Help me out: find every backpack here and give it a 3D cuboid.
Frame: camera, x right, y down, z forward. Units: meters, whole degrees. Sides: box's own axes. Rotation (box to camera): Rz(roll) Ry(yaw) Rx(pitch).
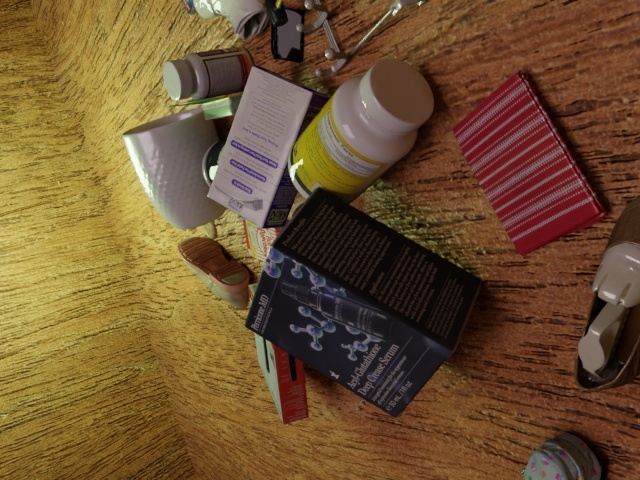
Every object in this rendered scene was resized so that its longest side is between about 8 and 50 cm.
[{"bbox_3d":[0.451,0.454,1.131,0.152,0.115,0.182,38,133,43],"label":"backpack"}]

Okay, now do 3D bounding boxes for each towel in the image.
[{"bbox_3d":[0.349,-0.124,1.037,0.275,0.031,0.199,64,149,11],"label":"towel"}]

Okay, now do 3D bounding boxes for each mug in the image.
[{"bbox_3d":[-0.433,-0.231,1.929,0.374,0.276,0.328,-113,6,-70],"label":"mug"}]

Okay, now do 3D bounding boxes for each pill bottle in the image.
[{"bbox_3d":[-0.297,-0.443,1.615,0.121,0.221,0.121,31,132,44],"label":"pill bottle"},{"bbox_3d":[0.077,-0.213,1.234,0.188,0.187,0.334,63,146,9],"label":"pill bottle"}]

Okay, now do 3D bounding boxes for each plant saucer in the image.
[{"bbox_3d":[-0.400,-0.043,2.175,0.083,0.015,0.084,32,132,43],"label":"plant saucer"}]

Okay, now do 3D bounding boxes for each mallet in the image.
[{"bbox_3d":[-0.077,-0.512,1.276,0.063,0.039,0.189,71,164,-5],"label":"mallet"}]

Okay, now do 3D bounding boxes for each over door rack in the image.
[{"bbox_3d":[0.034,-0.502,1.210,0.324,0.108,0.240,-22,90,57],"label":"over door rack"}]

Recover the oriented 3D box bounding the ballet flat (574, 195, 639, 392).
[{"bbox_3d":[0.454,0.101,0.922,0.116,0.124,0.343,35,134,41],"label":"ballet flat"}]

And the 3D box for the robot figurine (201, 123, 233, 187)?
[{"bbox_3d":[-0.214,-0.207,1.679,0.173,0.209,0.278,44,157,-29],"label":"robot figurine"}]

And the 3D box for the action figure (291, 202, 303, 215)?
[{"bbox_3d":[0.000,0.000,1.550,0.185,0.099,0.285,48,139,37],"label":"action figure"}]

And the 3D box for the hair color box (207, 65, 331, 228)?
[{"bbox_3d":[-0.124,-0.219,1.449,0.185,0.110,0.339,30,106,25],"label":"hair color box"}]

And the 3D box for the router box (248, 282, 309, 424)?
[{"bbox_3d":[-0.130,0.328,1.831,0.335,0.082,0.301,-131,33,-62],"label":"router box"}]

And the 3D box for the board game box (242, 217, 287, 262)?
[{"bbox_3d":[-0.160,-0.006,1.821,0.193,0.045,0.147,18,122,50],"label":"board game box"}]

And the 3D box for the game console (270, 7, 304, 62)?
[{"bbox_3d":[-0.082,-0.504,1.464,0.107,0.071,0.122,-106,16,-57],"label":"game console"}]

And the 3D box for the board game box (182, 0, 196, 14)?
[{"bbox_3d":[-0.373,-0.750,1.704,0.194,0.060,0.194,-36,78,57],"label":"board game box"}]

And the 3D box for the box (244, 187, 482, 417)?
[{"bbox_3d":[0.078,0.133,1.267,0.395,0.212,0.294,30,137,7],"label":"box"}]

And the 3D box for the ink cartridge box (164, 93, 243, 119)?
[{"bbox_3d":[-0.279,-0.356,1.624,0.171,0.235,0.056,7,112,54],"label":"ink cartridge box"}]

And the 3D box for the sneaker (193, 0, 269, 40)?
[{"bbox_3d":[-0.231,-0.584,1.539,0.292,0.108,0.169,-8,94,55],"label":"sneaker"}]

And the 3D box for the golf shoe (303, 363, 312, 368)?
[{"bbox_3d":[0.010,0.289,1.716,0.273,0.105,0.120,117,155,-58],"label":"golf shoe"}]

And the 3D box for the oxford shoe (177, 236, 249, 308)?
[{"bbox_3d":[-0.385,0.114,2.133,0.397,0.140,0.147,36,142,43],"label":"oxford shoe"}]
